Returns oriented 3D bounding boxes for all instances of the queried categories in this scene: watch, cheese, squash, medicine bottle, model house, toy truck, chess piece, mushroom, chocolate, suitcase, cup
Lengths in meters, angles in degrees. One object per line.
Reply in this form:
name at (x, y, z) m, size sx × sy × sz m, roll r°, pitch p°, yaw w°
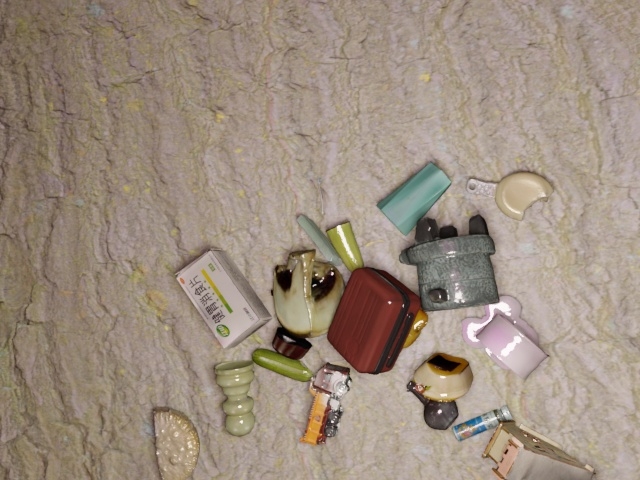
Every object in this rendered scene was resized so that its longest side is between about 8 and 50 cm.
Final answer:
watch at (0.575, 0.296, 1.665) m, size 0.248 × 0.217 × 0.211 m, roll 44°, pitch 96°, yaw 12°
cheese at (0.617, -0.172, 1.766) m, size 0.249 × 0.071 × 0.163 m, roll 35°, pitch 95°, yaw 15°
squash at (-0.132, 0.440, 1.909) m, size 0.239 × 0.069 × 0.069 m, roll 18°, pitch 90°, yaw 15°
medicine bottle at (0.521, 0.590, 1.743) m, size 0.191 × 0.051 × 0.051 m, roll -27°, pitch 80°, yaw 10°
model house at (0.613, 0.661, 1.626) m, size 0.326 × 0.244 × 0.169 m, roll 23°, pitch 95°, yaw -19°
toy truck at (0.017, 0.556, 1.843) m, size 0.136 × 0.114 × 0.270 m, roll 16°, pitch 92°, yaw 10°
chess piece at (-0.294, 0.564, 1.915) m, size 0.145 × 0.144 × 0.251 m, roll -6°, pitch 91°, yaw 14°
mushroom at (-0.049, 0.177, 1.886) m, size 0.218 × 0.212 × 0.291 m, roll -13°, pitch 92°, yaw 55°
chocolate at (-0.118, 0.359, 1.884) m, size 0.125 × 0.149 × 0.080 m, roll 34°, pitch 97°, yaw 54°
squash at (0.107, 0.043, 1.872) m, size 0.094 × 0.094 × 0.224 m, roll -28°, pitch 85°, yaw 11°
suitcase at (0.165, 0.252, 1.705) m, size 0.236 × 0.161 × 0.296 m, roll 40°, pitch 116°, yaw 47°
cup at (0.317, -0.147, 1.814) m, size 0.235 × 0.134 × 0.148 m, roll -45°, pitch 80°, yaw 3°

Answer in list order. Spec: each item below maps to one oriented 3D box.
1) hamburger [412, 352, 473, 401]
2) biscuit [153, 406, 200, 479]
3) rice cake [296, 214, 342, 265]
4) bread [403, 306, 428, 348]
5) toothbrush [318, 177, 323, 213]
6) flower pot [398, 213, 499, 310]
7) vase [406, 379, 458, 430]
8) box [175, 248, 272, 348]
hamburger at (0.389, 0.433, 1.708) m, size 0.173 × 0.210 × 0.116 m, roll 11°, pitch 102°, yaw 27°
biscuit at (-0.525, 0.740, 1.975) m, size 0.179 × 0.084 × 0.280 m, roll -17°, pitch 81°, yaw 13°
rice cake at (-0.001, -0.001, 1.873) m, size 0.042 × 0.080 × 0.221 m, roll -46°, pitch 57°, yaw 13°
bread at (0.258, 0.289, 1.797) m, size 0.233 × 0.088 × 0.160 m, roll -51°, pitch 60°, yaw 23°
toothbrush at (0.003, -0.161, 1.948) m, size 0.013 × 0.011 × 0.131 m, roll -8°, pitch 84°, yaw 35°
flower pot at (0.396, 0.074, 1.692) m, size 0.300 × 0.299 × 0.282 m, roll -8°, pitch 81°, yaw 13°
vase at (0.357, 0.529, 1.763) m, size 0.183 × 0.120 × 0.120 m, roll 39°, pitch 96°, yaw 27°
box at (-0.346, 0.202, 1.939) m, size 0.173 × 0.145 × 0.332 m, roll -38°, pitch 79°, yaw 7°
